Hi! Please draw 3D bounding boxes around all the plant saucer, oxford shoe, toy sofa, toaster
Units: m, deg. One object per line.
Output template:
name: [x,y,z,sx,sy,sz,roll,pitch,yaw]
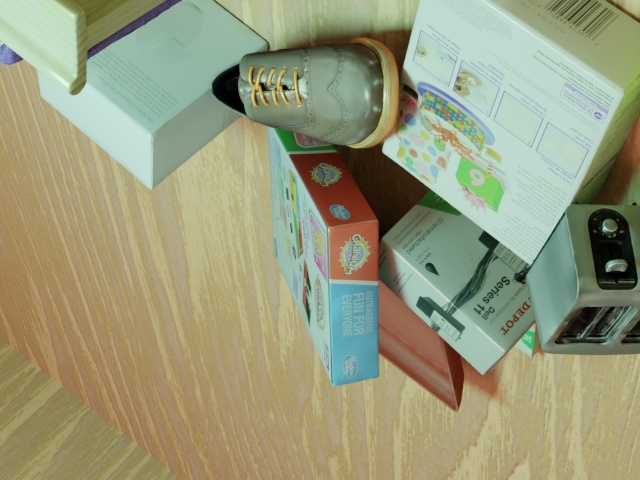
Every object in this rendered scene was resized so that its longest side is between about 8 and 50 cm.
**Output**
plant saucer: [0.111,0.092,1.840,0.259,0.047,0.258,34,151,42]
oxford shoe: [-0.022,-0.174,1.533,0.363,0.132,0.130,-171,78,-64]
toy sofa: [-0.205,-0.308,1.465,0.150,0.362,0.177,37,144,18]
toaster: [0.319,0.045,1.376,0.186,0.168,0.110,109,160,-59]

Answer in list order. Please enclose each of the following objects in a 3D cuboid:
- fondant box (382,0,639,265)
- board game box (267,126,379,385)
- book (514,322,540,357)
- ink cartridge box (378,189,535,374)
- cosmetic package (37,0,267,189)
fondant box: [0.207,-0.146,1.377,0.238,0.096,0.330,39,150,16]
board game box: [0.000,0.000,1.672,0.316,0.064,0.242,-117,21,-54]
book: [0.235,0.091,1.721,0.144,0.035,0.096,32,153,24]
ink cartridge box: [0.186,0.039,1.588,0.208,0.153,0.087,42,153,7]
cosmetic package: [-0.232,-0.232,1.747,0.224,0.224,0.138,40,151,16]
